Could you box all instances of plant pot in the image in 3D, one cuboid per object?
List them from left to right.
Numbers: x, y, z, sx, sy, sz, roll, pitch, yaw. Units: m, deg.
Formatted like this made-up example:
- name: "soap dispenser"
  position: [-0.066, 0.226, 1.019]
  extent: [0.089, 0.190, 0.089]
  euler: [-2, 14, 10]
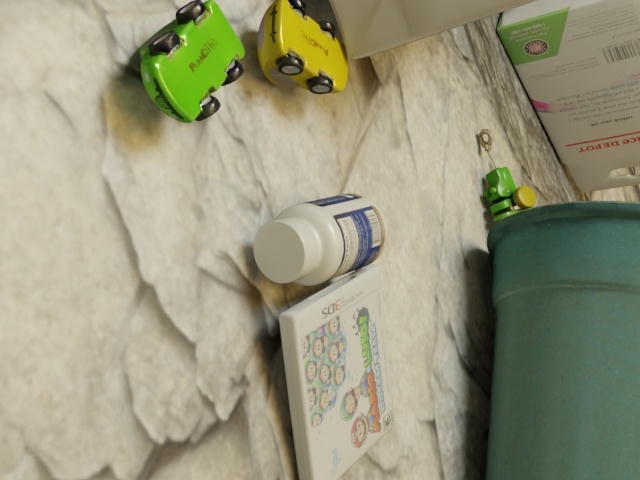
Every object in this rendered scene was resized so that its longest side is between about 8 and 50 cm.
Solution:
- name: "plant pot"
  position: [0.330, 0.176, 0.929]
  extent: [0.341, 0.341, 0.334]
  euler: [33, 64, -48]

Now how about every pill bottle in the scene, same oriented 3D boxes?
- name: "pill bottle"
  position: [0.000, 0.000, 0.688]
  extent: [0.120, 0.067, 0.067]
  euler: [-16, 96, -56]

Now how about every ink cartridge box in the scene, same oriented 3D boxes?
- name: "ink cartridge box"
  position: [0.433, -0.241, 1.261]
  extent: [0.353, 0.207, 0.119]
  euler: [52, 44, -36]

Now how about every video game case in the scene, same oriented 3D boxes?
- name: "video game case"
  position: [0.019, 0.114, 0.710]
  extent: [0.143, 0.019, 0.157]
  euler: [-26, 113, -55]

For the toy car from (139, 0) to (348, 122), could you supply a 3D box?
- name: "toy car"
  position: [-0.078, -0.165, 0.628]
  extent: [0.239, 0.053, 0.225]
  euler: [57, 41, -30]

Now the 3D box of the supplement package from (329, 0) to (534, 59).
- name: "supplement package"
  position: [0.114, -0.305, 0.796]
  extent: [0.177, 0.175, 0.293]
  euler: [69, 25, -16]

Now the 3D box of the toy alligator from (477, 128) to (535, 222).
- name: "toy alligator"
  position: [0.231, -0.050, 1.057]
  extent: [0.051, 0.056, 0.189]
  euler: [-25, 86, -32]
